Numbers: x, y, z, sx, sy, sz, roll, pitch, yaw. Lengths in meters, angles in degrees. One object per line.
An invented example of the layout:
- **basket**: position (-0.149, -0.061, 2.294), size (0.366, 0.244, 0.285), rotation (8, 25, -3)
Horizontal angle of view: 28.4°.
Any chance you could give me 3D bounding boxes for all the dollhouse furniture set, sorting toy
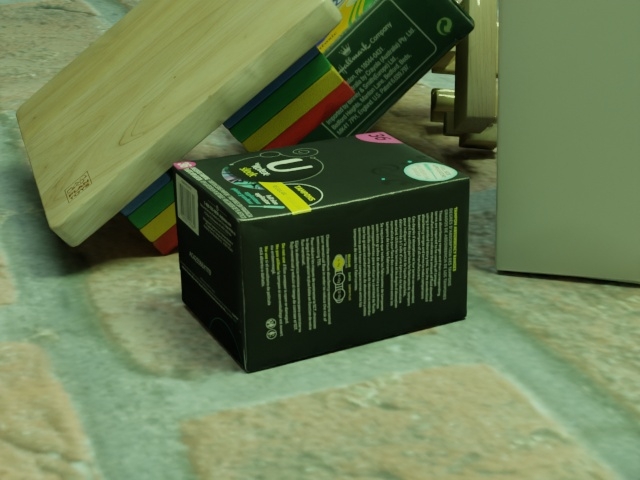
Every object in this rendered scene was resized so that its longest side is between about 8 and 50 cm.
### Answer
- **dollhouse furniture set**: position (0.177, -0.156, 1.152), size (0.123, 0.144, 0.151), rotation (3, -10, -7)
- **sorting toy**: position (-0.107, -0.115, 1.017), size (0.257, 0.089, 0.255), rotation (-40, 32, 3)

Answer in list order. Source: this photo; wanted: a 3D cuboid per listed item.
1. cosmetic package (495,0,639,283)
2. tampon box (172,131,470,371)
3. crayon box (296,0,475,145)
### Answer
- **cosmetic package**: position (0.211, -0.172, 0.888), size (0.155, 0.365, 0.197), rotation (4, 25, 18)
- **tampon box**: position (0.000, 0.000, 0.829), size (0.161, 0.101, 0.120), rotation (-12, 24, -24)
- **crayon box**: position (0.017, -0.191, 1.188), size (0.203, 0.083, 0.323), rotation (-44, 18, 12)
